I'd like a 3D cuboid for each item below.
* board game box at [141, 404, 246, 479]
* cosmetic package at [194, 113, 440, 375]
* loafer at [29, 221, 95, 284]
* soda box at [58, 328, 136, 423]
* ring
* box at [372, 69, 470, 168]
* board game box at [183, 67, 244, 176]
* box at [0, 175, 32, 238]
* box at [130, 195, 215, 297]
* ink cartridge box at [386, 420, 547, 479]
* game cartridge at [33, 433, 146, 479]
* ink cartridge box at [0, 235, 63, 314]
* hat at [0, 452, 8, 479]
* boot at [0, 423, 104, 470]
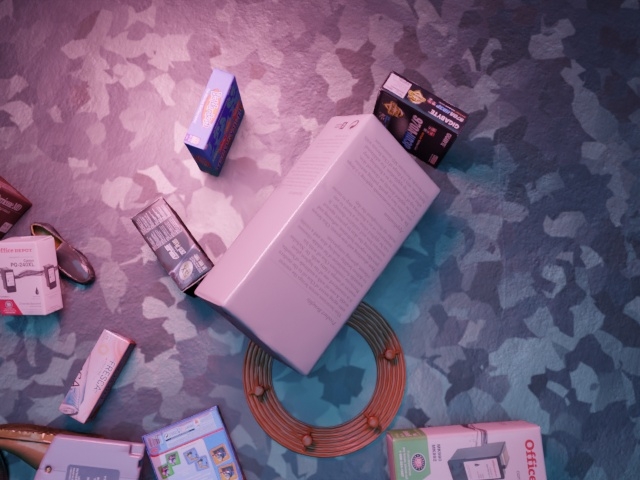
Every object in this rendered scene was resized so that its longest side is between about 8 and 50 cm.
[{"bbox_3d":[-0.241,0.458,1.440,0.160,0.039,0.212,-22,81,-4],"label":"board game box"},{"bbox_3d":[0.000,0.000,1.394,0.230,0.161,0.453,44,75,-25],"label":"cosmetic package"},{"bbox_3d":[-0.538,0.028,1.497,0.170,0.061,0.062,40,82,5],"label":"loafer"},{"bbox_3d":[-0.447,0.272,1.460,0.063,0.058,0.183,27,81,4],"label":"soda box"},{"bbox_3d":[0.008,0.270,1.477,0.336,0.032,0.337,0,80,0],"label":"ring"},{"bbox_3d":[0.192,-0.239,1.466,0.175,0.220,0.051,32,79,4],"label":"box"},{"bbox_3d":[-0.211,-0.232,1.467,0.047,0.210,0.160,20,82,2],"label":"board game box"},{"bbox_3d":[-0.736,-0.066,1.457,0.167,0.168,0.203,40,83,6],"label":"box"},{"bbox_3d":[-0.285,0.018,1.457,0.077,0.147,0.180,-36,83,-6],"label":"box"},{"bbox_3d":[0.283,0.467,1.400,0.289,0.121,0.211,-5,81,-2],"label":"ink cartridge box"},{"bbox_3d":[-0.446,0.519,1.350,0.198,0.062,0.297,8,80,-1],"label":"game cartridge"},{"bbox_3d":[-0.589,0.070,1.456,0.109,0.063,0.151,-2,99,17],"label":"ink cartridge box"},{"bbox_3d":[-0.787,0.488,1.386,0.331,0.134,0.332,0,80,0],"label":"hat"},{"bbox_3d":[-0.551,0.504,1.407,0.236,0.089,0.270,9,82,1],"label":"boot"}]
